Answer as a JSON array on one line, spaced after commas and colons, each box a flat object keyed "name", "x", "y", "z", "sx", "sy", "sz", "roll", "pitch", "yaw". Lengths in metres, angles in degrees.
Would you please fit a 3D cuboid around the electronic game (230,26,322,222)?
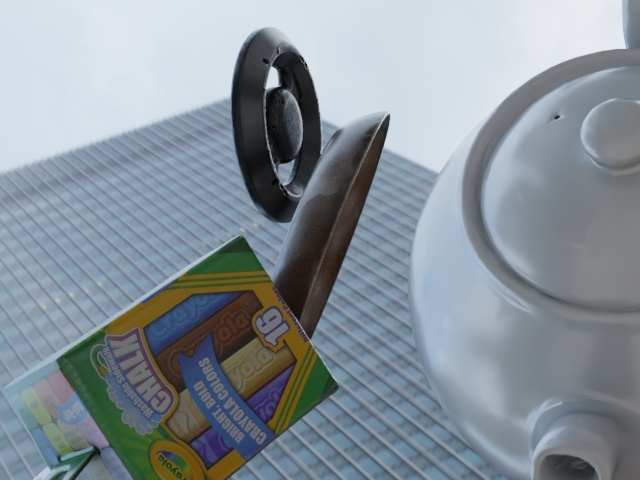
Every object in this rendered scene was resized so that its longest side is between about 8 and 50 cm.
[{"name": "electronic game", "x": -0.051, "y": -0.134, "z": 1.473, "sx": 0.229, "sy": 0.048, "sz": 0.229, "roll": -4, "pitch": -90, "yaw": -69}]

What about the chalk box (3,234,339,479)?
[{"name": "chalk box", "x": -0.166, "y": 0.155, "z": 1.175, "sx": 0.289, "sy": 0.180, "sz": 0.179, "roll": -34, "pitch": -86, "yaw": -35}]

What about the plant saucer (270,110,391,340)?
[{"name": "plant saucer", "x": 0.000, "y": 0.000, "z": 1.346, "sx": 0.050, "sy": 0.310, "sz": 0.310, "roll": 21, "pitch": -82, "yaw": 6}]

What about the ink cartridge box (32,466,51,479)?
[{"name": "ink cartridge box", "x": -0.339, "y": 0.439, "z": 1.483, "sx": 0.270, "sy": 0.198, "sz": 0.197, "roll": -43, "pitch": -73, "yaw": -20}]

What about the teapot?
[{"name": "teapot", "x": 0.152, "y": -0.005, "z": 0.609, "sx": 0.252, "sy": 0.256, "sz": 0.187, "roll": -32, "pitch": -39, "yaw": -6}]
